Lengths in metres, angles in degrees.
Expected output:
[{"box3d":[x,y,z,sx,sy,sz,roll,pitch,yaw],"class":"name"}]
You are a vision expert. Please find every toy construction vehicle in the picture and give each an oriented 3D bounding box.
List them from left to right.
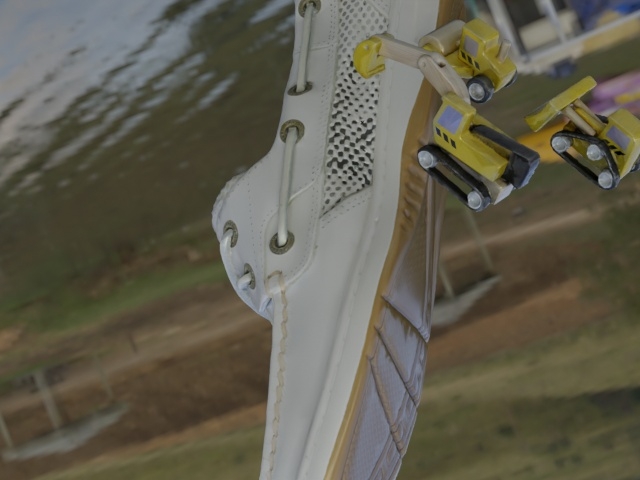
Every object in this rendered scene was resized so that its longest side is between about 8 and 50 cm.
[{"box3d":[0.071,-0.054,0.530,0.086,0.098,0.035,-29,154,-40],"class":"toy construction vehicle"}]

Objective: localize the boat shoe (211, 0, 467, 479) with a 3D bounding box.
[{"box3d":[0.000,0.000,0.606,0.096,0.277,0.098,4,152,14],"class":"boat shoe"}]
